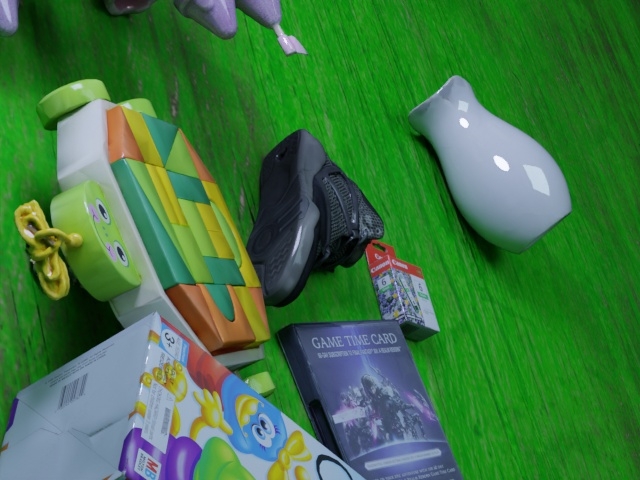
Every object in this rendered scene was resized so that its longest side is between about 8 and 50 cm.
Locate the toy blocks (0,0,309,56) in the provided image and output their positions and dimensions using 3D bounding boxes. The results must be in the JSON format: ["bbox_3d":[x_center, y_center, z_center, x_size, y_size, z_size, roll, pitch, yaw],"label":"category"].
[{"bbox_3d":[-0.130,-0.279,1.272,0.288,0.309,0.260,-1,58,-59],"label":"toy blocks"}]

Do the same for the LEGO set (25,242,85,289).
[{"bbox_3d":[-0.193,0.017,1.202,0.083,0.023,0.054,19,44,-33],"label":"LEGO set"}]

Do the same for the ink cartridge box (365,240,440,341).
[{"bbox_3d":[0.082,0.044,1.614,0.063,0.029,0.115,21,46,-49],"label":"ink cartridge box"}]

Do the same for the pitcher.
[{"bbox_3d":[0.207,-0.089,1.869,0.207,0.125,0.178,51,11,8],"label":"pitcher"}]

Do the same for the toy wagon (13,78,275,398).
[{"bbox_3d":[-0.128,0.007,1.179,0.267,0.068,0.344,66,9,7],"label":"toy wagon"}]

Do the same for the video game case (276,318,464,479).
[{"bbox_3d":[0.068,0.202,1.446,0.196,0.026,0.274,3,60,-58],"label":"video game case"}]

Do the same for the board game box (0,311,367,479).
[{"bbox_3d":[-0.077,0.203,1.077,0.275,0.144,0.142,41,33,-29],"label":"board game box"}]

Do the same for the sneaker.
[{"bbox_3d":[0.000,0.000,1.460,0.130,0.087,0.227,40,27,-21],"label":"sneaker"}]
